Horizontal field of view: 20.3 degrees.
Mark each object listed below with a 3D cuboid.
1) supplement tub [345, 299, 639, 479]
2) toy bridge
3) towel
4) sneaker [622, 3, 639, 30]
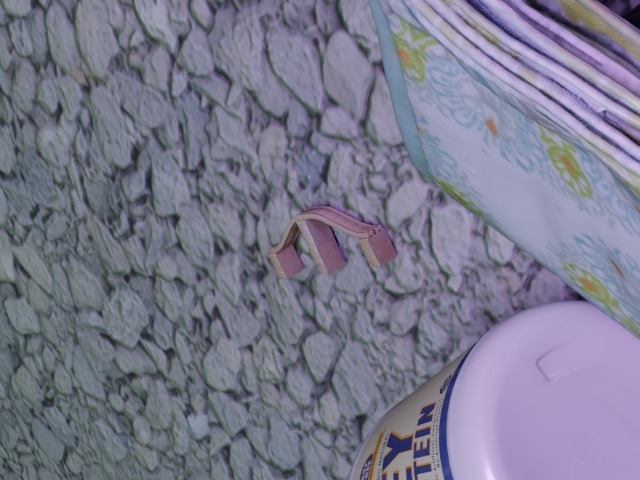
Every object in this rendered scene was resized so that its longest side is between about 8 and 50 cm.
[{"bbox_3d":[0.158,0.206,1.455,0.235,0.235,0.325,53,150,6],"label":"supplement tub"},{"bbox_3d":[0.000,0.000,1.697,0.188,0.026,0.063,-8,109,58],"label":"toy bridge"},{"bbox_3d":[0.173,-0.054,1.220,0.320,0.090,0.374,43,171,26],"label":"towel"},{"bbox_3d":[0.306,-0.086,1.091,0.281,0.106,0.162,3,125,54],"label":"sneaker"}]
